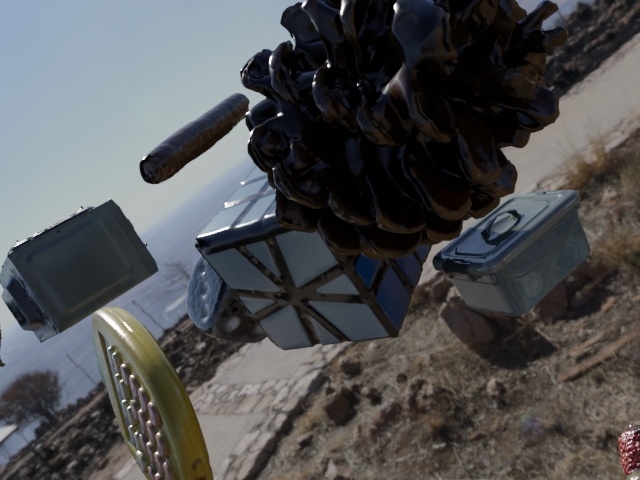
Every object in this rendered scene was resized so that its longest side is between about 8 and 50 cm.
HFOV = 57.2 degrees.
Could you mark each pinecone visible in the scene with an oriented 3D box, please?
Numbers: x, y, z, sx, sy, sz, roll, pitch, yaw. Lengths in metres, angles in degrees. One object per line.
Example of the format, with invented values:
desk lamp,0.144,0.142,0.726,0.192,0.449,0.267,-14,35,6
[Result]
pinecone,0.068,-0.115,0.486,0.257,0.243,0.243,-38,9,27

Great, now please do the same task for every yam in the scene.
yam,-0.164,-0.146,0.807,0.046,0.046,0.264,-29,18,31

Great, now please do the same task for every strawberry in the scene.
strawberry,0.796,0.525,1.420,0.131,0.148,0.131,-4,-8,-1

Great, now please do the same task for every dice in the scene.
dice,-0.196,0.125,1.378,0.182,0.181,0.183,37,109,52

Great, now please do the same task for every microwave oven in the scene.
microwave oven,-0.485,0.061,1.143,0.237,0.181,0.295,-35,7,-32

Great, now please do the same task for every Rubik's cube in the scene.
Rubik's cube,0.000,0.000,1.064,0.293,0.288,0.283,-17,30,36

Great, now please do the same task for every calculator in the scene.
calculator,-0.139,0.127,0.459,0.032,0.146,0.235,-18,19,-29

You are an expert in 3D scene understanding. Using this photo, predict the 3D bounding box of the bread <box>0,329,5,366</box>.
bread,-0.756,0.219,1.269,0.147,0.127,0.152,-157,82,-79

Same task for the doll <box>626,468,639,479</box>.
doll,0.421,0.248,0.635,0.203,0.286,0.091,-40,49,-3

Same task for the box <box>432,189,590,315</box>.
box,0.311,0.014,0.947,0.227,0.130,0.162,-35,15,-19
